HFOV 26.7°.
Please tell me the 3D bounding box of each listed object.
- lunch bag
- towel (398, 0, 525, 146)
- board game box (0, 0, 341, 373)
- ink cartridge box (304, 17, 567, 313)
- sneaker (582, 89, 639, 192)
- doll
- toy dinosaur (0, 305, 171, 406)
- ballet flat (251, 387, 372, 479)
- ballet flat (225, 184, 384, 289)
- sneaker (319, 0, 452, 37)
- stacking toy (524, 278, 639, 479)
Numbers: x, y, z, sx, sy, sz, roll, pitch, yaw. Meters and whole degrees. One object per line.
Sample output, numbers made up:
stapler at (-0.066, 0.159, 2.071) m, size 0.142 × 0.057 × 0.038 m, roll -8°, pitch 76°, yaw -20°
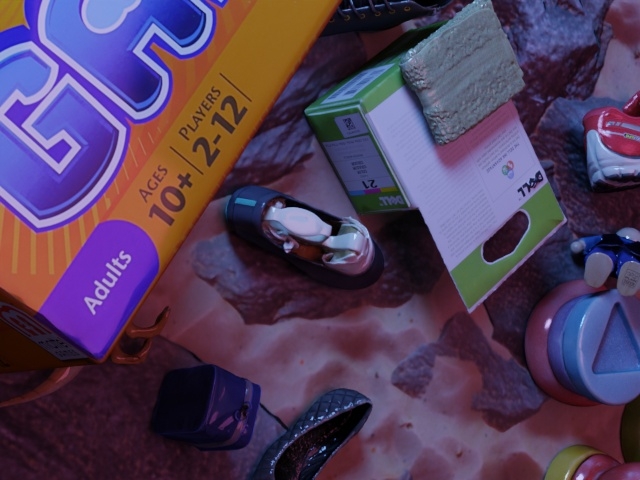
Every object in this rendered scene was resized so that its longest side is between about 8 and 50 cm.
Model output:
lunch bag at (-0.097, 0.154, 1.234) m, size 0.065 × 0.098 × 0.067 m, roll 27°, pitch 66°, yaw -35°
towel at (0.145, -0.170, 1.362) m, size 0.148 × 0.027 × 0.110 m, roll -40°, pitch 111°, yaw -33°
board game box at (-0.254, -0.151, 0.944) m, size 0.356 × 0.356 × 0.356 m, roll 39°, pitch 67°, yaw -20°
ink cartridge box at (0.126, -0.077, 1.419) m, size 0.189 × 0.097 × 0.255 m, roll -40°, pitch 111°, yaw -32°
sneaker at (0.427, -0.134, 1.646) m, size 0.279 × 0.107 × 0.118 m, roll -9°, pitch 83°, yaw -39°
doll at (0.352, 0.022, 1.561) m, size 0.189 × 0.129 × 0.046 m, roll -36°, pitch 141°, yaw -70°
toy dinosaur at (-0.201, 0.077, 1.197) m, size 0.112 × 0.064 × 0.212 m, roll 23°, pitch 63°, yaw -15°
ballet flat at (-0.013, 0.209, 1.323) m, size 0.057 × 0.049 × 0.173 m, roll 52°, pitch 60°, yaw -21°
ballet flat at (0.000, 0.000, 1.335) m, size 0.203 × 0.074 × 0.074 m, roll 24°, pitch 73°, yaw -33°
sneaker at (0.021, -0.248, 1.336) m, size 0.222 × 0.118 × 0.083 m, roll -11°, pitch 94°, yaw -37°
stacking toy at (0.383, 0.190, 1.571) m, size 0.279 × 0.130 × 0.309 m, roll -13°, pitch 95°, yaw -36°
